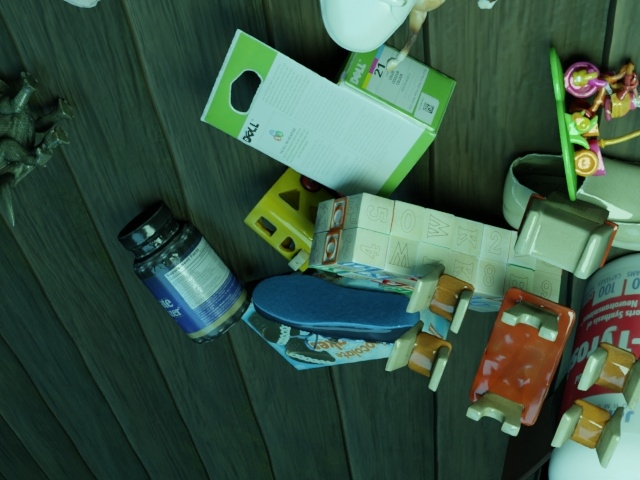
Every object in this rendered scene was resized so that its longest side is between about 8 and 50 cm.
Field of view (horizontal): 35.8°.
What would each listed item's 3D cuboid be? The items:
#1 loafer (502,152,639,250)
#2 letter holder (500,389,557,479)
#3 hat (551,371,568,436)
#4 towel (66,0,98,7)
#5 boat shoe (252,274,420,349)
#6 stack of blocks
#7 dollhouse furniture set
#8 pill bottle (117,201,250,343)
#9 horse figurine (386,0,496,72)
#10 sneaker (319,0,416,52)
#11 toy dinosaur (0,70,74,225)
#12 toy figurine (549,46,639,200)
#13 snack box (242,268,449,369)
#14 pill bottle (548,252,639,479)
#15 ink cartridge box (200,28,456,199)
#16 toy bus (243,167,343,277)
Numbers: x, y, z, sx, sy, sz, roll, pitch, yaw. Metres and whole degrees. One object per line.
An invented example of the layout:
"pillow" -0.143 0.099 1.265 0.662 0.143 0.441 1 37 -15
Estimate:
"loafer" 0.337 -0.053 1.173 0.269 0.102 0.092 1 146 29
"letter holder" 0.414 0.387 1.633 0.152 0.214 0.302 22 146 0
"hat" 0.467 0.319 1.425 0.331 0.331 0.134 21 148 1
"towel" -0.351 -0.436 1.078 0.317 0.053 0.332 28 146 -10
"boat shoe" 0.019 0.123 1.489 0.258 0.109 0.089 14 144 20
"stack of blocks" 0.140 0.022 1.274 0.297 0.087 0.171 13 170 -23
"dollhouse furniture set" 0.244 0.085 1.115 0.262 0.135 0.259 23 109 16
"pill bottle" -0.221 0.049 1.593 0.123 0.123 0.219 -19 115 45
"horse figurine" 0.061 -0.296 1.018 0.263 0.066 0.174 40 130 -15
"sneaker" 0.067 -0.287 0.904 0.106 0.123 0.290 17 127 -8
"toy dinosaur" -0.445 -0.135 1.412 0.160 0.313 0.121 -26 155 21
"toy figurine" 0.339 -0.138 1.071 0.159 0.130 0.173 -8 105 16
"snack box" 0.029 0.123 1.623 0.322 0.060 0.187 -15 130 41
"pill bottle" 0.417 0.233 1.247 0.229 0.407 0.229 15 145 11
"ink cartridge box" 0.006 -0.169 1.206 0.255 0.097 0.189 27 146 -6
"toy bus" -0.011 -0.006 1.410 0.202 0.104 0.191 11 136 34
